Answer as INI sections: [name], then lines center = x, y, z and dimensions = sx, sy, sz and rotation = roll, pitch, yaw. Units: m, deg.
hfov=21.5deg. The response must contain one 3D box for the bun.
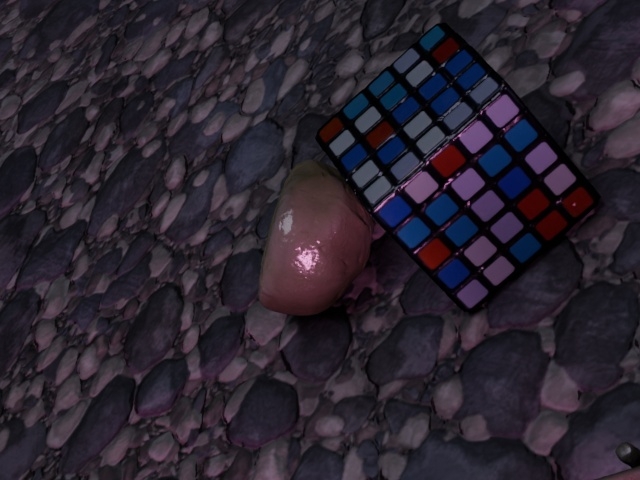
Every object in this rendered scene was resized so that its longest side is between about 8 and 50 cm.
[bun]
center = 0.000, 0.000, 1.811
dimensions = 0.166, 0.113, 0.173
rotation = 116, 170, -77

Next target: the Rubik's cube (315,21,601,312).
[Rubik's cube]
center = 0.136, -0.073, 1.684
dimensions = 0.182, 0.187, 0.184
rotation = -42, 31, 6

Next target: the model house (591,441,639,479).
[model house]
center = 0.303, 0.197, 1.246
dimensions = 0.229, 0.188, 0.122
rotation = -13, 61, 39
